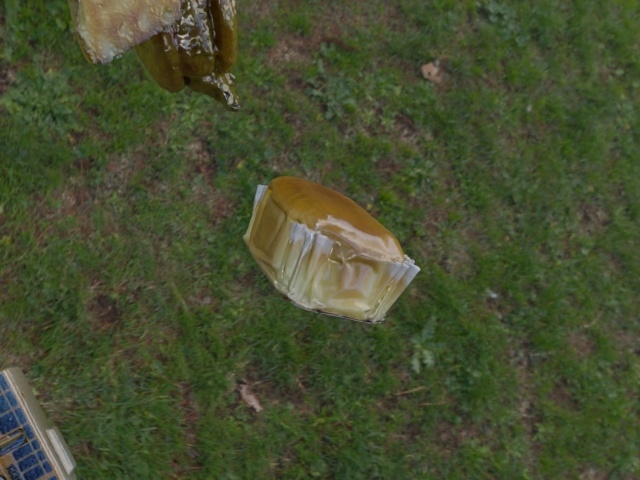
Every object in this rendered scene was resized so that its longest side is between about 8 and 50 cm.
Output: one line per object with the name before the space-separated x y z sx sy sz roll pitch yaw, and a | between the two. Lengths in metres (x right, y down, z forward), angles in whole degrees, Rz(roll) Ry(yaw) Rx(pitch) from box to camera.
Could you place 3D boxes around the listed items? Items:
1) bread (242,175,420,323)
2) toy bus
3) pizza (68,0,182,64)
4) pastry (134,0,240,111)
bread | 0.000 0.000 0.777 0.136 0.241 0.107 17 102 -21
toy bus | -0.379 0.254 0.852 0.103 0.091 0.182 -28 88 -16
pizza | -0.168 -0.231 0.593 0.099 0.036 0.160 0 109 -23
pastry | -0.190 -0.295 0.858 0.132 0.240 0.235 -13 128 -16
